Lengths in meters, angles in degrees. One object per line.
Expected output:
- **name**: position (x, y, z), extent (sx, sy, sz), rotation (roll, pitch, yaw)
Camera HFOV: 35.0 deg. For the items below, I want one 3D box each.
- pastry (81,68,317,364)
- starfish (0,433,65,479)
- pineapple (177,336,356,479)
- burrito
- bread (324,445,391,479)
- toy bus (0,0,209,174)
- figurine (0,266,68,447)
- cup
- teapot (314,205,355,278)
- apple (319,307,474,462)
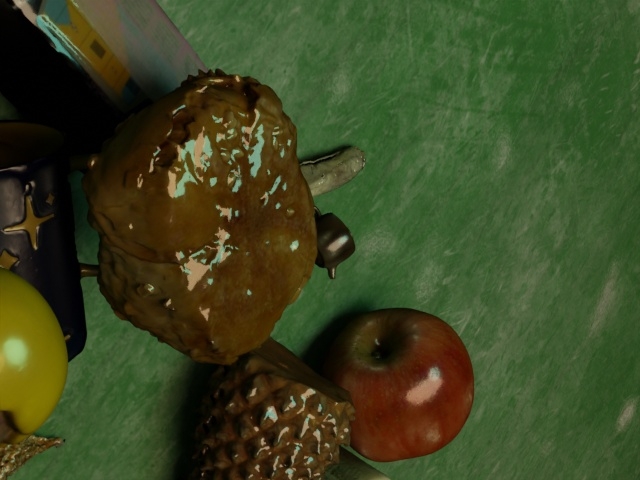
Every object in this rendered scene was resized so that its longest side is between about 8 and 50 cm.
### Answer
- **pastry**: position (-0.130, -0.026, 1.073), extent (0.255, 0.162, 0.310), rotation (-33, 129, -36)
- **starfish**: position (-0.388, 0.262, 1.184), extent (0.293, 0.084, 0.301), rotation (-48, 174, -45)
- **pineapple**: position (-0.113, 0.329, 1.442), extent (0.223, 0.223, 0.357), rotation (22, 101, -46)
- **burrito**: position (0.005, -0.099, 1.501), extent (0.188, 0.045, 0.058), rotation (-22, 145, -40)
- **bread**: position (0.025, 0.411, 1.637), extent (0.148, 0.141, 0.133), rotation (2, 107, -43)
- **toy bus**: position (-0.278, -0.238, 1.101), extent (0.386, 0.171, 0.162), rotation (52, 54, -43)
- **figurine**: position (-0.395, 0.160, 0.931), extent (0.344, 0.187, 0.215), rotation (-38, 166, -15)
- **cup**: position (-0.307, 0.015, 1.104), extent (0.178, 0.255, 0.256), rotation (-74, 164, -65)
- **teapot**: position (0.000, 0.000, 1.515), extent (0.068, 0.076, 0.121), rotation (-34, 99, -20)
- **apple**: position (0.122, 0.238, 1.602), extent (0.242, 0.242, 0.241), rotation (-42, 132, -25)
